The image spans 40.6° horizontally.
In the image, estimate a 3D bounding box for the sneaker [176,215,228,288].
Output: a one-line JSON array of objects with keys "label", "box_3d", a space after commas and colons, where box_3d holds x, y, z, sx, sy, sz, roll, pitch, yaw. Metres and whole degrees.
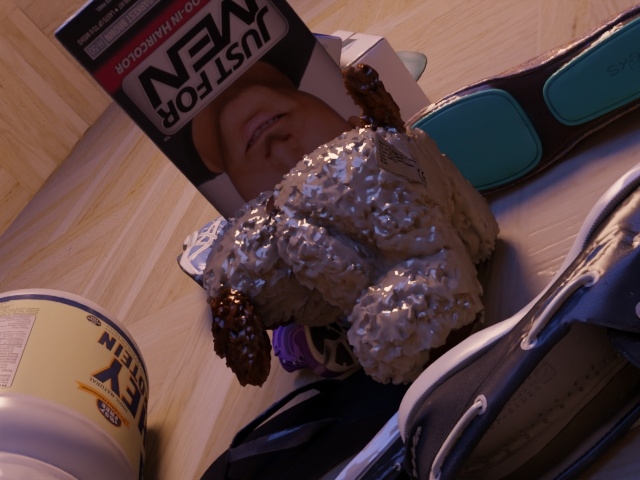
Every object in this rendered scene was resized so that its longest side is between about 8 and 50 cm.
[{"label": "sneaker", "box_3d": [-0.133, 0.015, 1.127, 0.081, 0.080, 0.211, -43, 23, 6]}]

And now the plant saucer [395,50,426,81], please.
[{"label": "plant saucer", "box_3d": [0.070, -0.230, 1.301, 0.195, 0.037, 0.195, -36, 23, 18]}]

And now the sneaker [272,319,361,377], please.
[{"label": "sneaker", "box_3d": [-0.008, 0.100, 0.809, 0.071, 0.068, 0.170, -58, 13, 1]}]

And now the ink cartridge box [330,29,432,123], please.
[{"label": "ink cartridge box", "box_3d": [0.059, -0.185, 1.094, 0.082, 0.140, 0.190, -41, 22, -3]}]

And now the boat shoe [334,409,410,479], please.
[{"label": "boat shoe", "box_3d": [0.043, 0.166, 0.598, 0.040, 0.049, 0.142, 38, 85, 29]}]

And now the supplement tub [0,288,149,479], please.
[{"label": "supplement tub", "box_3d": [-0.283, 0.208, 0.809, 0.235, 0.235, 0.325, -39, 22, 7]}]

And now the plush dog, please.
[{"label": "plush dog", "box_3d": [0.000, 0.000, 0.703, 0.225, 0.211, 0.262, -29, 13, 23]}]

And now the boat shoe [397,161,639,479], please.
[{"label": "boat shoe", "box_3d": [0.173, 0.058, 0.505, 0.302, 0.114, 0.091, -49, 19, 15]}]

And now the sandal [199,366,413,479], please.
[{"label": "sandal", "box_3d": [-0.010, 0.148, 0.706, 0.254, 0.054, 0.097, -36, 23, 16]}]

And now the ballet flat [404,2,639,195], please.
[{"label": "ballet flat", "box_3d": [0.211, -0.125, 0.815, 0.316, 0.108, 0.106, -21, 9, 31]}]

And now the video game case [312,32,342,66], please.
[{"label": "video game case", "box_3d": [-0.046, -0.140, 1.091, 0.061, 0.244, 0.269, -1, 15, -15]}]

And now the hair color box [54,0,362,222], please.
[{"label": "hair color box", "box_3d": [-0.066, -0.128, 0.880, 0.185, 0.374, 0.113, -42, 21, 1]}]
